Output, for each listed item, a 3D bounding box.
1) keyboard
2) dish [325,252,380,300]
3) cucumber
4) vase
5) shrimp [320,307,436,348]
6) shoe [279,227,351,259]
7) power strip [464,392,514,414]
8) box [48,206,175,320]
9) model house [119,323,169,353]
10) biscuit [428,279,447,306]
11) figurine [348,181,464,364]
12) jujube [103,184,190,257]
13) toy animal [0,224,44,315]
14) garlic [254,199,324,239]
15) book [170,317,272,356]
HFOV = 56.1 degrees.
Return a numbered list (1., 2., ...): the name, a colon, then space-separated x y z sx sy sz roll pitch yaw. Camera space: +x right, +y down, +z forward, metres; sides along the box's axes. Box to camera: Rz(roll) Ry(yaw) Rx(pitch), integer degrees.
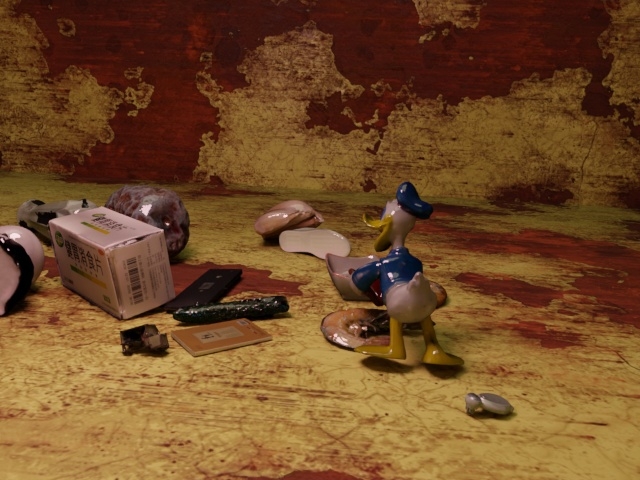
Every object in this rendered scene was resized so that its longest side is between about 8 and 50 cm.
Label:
1. keyboard: -0.274 0.122 1.471 0.106 0.027 0.317 1 13 9
2. dish: 0.094 0.096 1.547 0.151 0.077 0.212 3 13 -7
3. cucumber: -0.193 0.153 1.309 0.256 0.044 0.043 -4 32 -21
4. vase: -0.827 -0.061 1.893 0.360 0.165 0.165 9 14 40
5. shrimp: 0.125 0.186 1.248 0.250 0.052 0.143 -5 26 -7
6. shoe: 0.000 0.000 1.907 0.264 0.095 0.110 8 13 32
7. power strip: 0.268 0.266 0.965 0.083 0.035 0.055 12 9 -21
8. box: -0.487 0.044 1.393 0.145 0.173 0.332 -24 28 -39
9. model house: -0.329 0.187 1.138 0.083 0.057 0.058 -16 -14 3
10. biscuit: 0.228 0.123 1.558 0.228 0.031 0.176 13 15 36
11. figurine: 0.164 0.055 1.192 0.204 0.339 0.283 6 1 -14
12. jujube: -0.513 -0.056 1.776 0.226 0.226 0.317 -8 11 -39
13. toy animal: -0.725 0.056 1.349 0.187 0.165 0.235 -17 19 -7
14. garlic: -0.105 -0.072 2.026 0.227 0.110 0.217 -12 -13 0
15. book: -0.199 0.192 1.211 0.172 0.012 0.118 -6 16 -35
